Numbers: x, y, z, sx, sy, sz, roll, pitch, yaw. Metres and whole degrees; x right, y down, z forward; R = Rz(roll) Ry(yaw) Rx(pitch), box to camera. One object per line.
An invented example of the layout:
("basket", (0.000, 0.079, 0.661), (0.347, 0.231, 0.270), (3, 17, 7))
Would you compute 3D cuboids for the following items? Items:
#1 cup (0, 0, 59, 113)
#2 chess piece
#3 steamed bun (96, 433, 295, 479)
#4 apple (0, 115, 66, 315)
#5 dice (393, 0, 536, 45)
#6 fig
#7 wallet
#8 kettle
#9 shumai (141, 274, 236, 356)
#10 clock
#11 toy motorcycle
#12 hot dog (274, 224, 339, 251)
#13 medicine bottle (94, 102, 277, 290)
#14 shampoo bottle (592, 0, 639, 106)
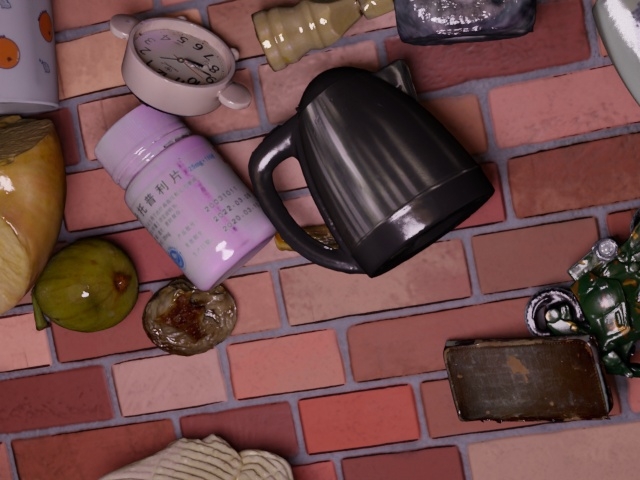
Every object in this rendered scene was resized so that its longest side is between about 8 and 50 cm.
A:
("cup", (-0.484, -0.345, 1.216), (0.212, 0.212, 0.317), (-1, 93, 10))
("chess piece", (0.011, -0.311, 1.197), (0.200, 0.090, 0.090), (-20, 92, 9))
("steamed bun", (-0.159, 0.424, 1.222), (0.320, 0.275, 0.206), (22, 131, 34))
("apple", (-0.492, -0.048, 1.210), (0.309, 0.252, 0.314), (2, 75, 18))
("dice", (0.185, -0.350, 1.115), (0.181, 0.182, 0.183), (-3, 96, 8))
("fig", (-0.359, 0.065, 1.280), (0.186, 0.148, 0.142), (14, 58, 33))
("wallet", (0.278, 0.188, 1.177), (0.232, 0.031, 0.122), (-10, 99, 40))
("kettle", (0.063, -0.105, 1.170), (0.251, 0.207, 0.271), (-42, 78, 43))
("shumai", (-0.207, 0.118, 1.277), (0.139, 0.105, 0.123), (-14, 97, 36))
("clock", (-0.198, -0.242, 1.206), (0.229, 0.156, 0.063), (33, 132, 2))
("toy motorcycle", (0.424, 0.077, 1.150), (0.274, 0.125, 0.187), (-43, 78, 10))
("hot dog", (0.000, 0.000, 1.258), (0.137, 0.028, 0.044), (-5, 69, 7))
("medicine bottle", (-0.192, -0.065, 1.222), (0.152, 0.152, 0.254), (-42, 88, 11))
("shampoo bottle", (0.498, -0.192, 1.132), (0.134, 0.078, 0.359), (-37, 89, 14))
